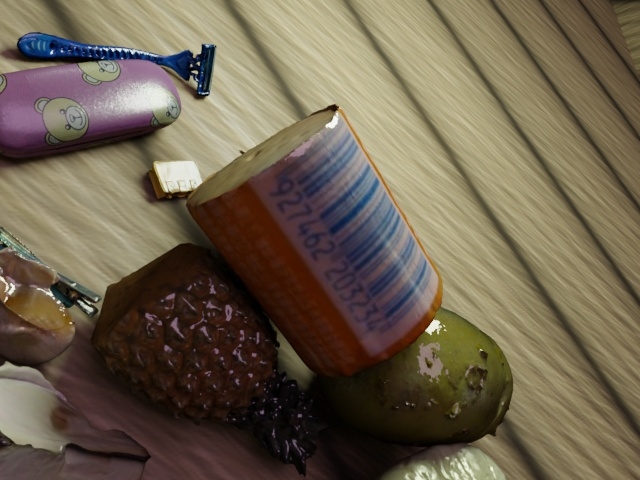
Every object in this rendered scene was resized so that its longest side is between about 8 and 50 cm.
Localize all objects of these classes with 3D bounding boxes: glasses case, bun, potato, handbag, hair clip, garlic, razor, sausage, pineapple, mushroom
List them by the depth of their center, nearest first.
[{"bbox_3d":[-0.335,0.252,0.625,0.162,0.173,0.236,35,-7,35],"label":"mushroom"},{"bbox_3d":[-0.381,0.085,0.688,0.174,0.099,0.124,36,91,-20],"label":"garlic"},{"bbox_3d":[0.000,0.000,0.744,0.287,0.233,0.233,54,45,-20],"label":"sausage"},{"bbox_3d":[-0.371,0.047,0.758,0.172,0.049,0.049,38,49,-5],"label":"hair clip"},{"bbox_3d":[-0.130,0.181,0.777,0.362,0.201,0.202,53,46,-19],"label":"pineapple"},{"bbox_3d":[0.156,0.399,0.792,0.243,0.244,0.153,8,23,-32],"label":"bun"},{"bbox_3d":[-0.363,-0.210,0.885,0.316,0.075,0.123,-24,85,-41],"label":"glasses case"},{"bbox_3d":[0.173,0.212,0.906,0.358,0.269,0.220,21,88,-31],"label":"potato"},{"bbox_3d":[-0.237,-0.102,0.948,0.083,0.027,0.061,-9,69,-40],"label":"handbag"},{"bbox_3d":[-0.343,-0.315,0.984,0.323,0.093,0.056,-2,26,-32],"label":"razor"}]

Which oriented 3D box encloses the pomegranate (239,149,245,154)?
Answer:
[{"bbox_3d":[-0.038,-0.068,0.956,0.235,0.210,0.210,30,49,4],"label":"pomegranate"}]
